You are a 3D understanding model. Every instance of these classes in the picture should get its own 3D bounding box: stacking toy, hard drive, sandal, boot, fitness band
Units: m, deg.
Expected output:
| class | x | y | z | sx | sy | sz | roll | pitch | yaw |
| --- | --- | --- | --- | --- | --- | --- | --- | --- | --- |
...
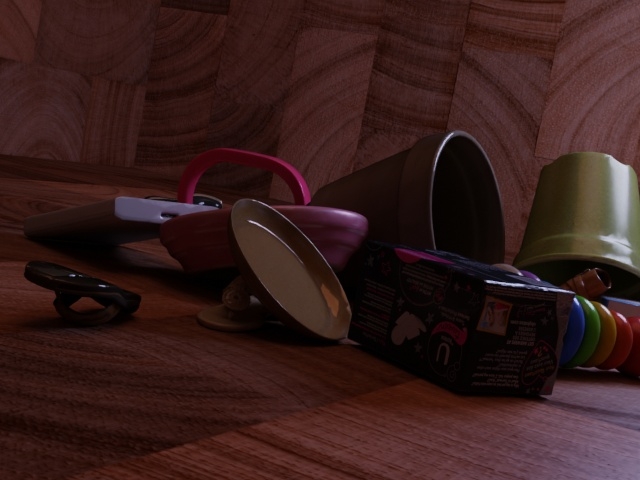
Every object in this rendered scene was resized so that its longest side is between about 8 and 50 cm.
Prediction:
| class | x | y | z | sx | sy | sz | roll | pitch | yaw |
| --- | --- | --- | --- | --- | --- | --- | --- | --- | --- |
| stacking toy | 0.367 | 0.131 | 1.565 | 0.330 | 0.141 | 0.141 | 13 | 4 | -26 |
| hard drive | -0.339 | -0.030 | 1.848 | 0.203 | 0.040 | 0.307 | 6 | -9 | -41 |
| sandal | -0.280 | 0.071 | 1.294 | 0.090 | 0.060 | 0.219 | 18 | -8 | 12 |
| boot | 0.423 | 0.097 | 1.854 | 0.073 | 0.152 | 0.197 | 50 | 17 | -2 |
| sandal | -0.095 | 0.070 | 1.501 | 0.088 | 0.079 | 0.240 | 13 | 6 | 22 |
| fitness band | -0.160 | -0.081 | 2.273 | 0.290 | 0.209 | 0.054 | 13 | 5 | 18 |
| boot | -0.313 | -0.060 | 2.560 | 0.197 | 0.077 | 0.137 | -5 | 15 | -20 |

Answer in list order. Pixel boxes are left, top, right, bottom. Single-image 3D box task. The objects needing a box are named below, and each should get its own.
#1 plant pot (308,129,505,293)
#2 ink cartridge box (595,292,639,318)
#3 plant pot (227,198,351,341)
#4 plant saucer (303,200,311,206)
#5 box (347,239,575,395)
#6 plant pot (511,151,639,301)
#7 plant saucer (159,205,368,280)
| class | x | y | z | sx | sy | sz | roll | pitch | yaw |
| --- | --- | --- | --- | --- | --- | --- | --- | --- | --- |
| plant pot | 0.137 | -0.018 | 1.925 | 0.280 | 0.323 | 0.323 | -5 | -3 | 30 |
| ink cartridge box | 0.501 | 0.142 | 1.850 | 0.090 | 0.092 | 0.143 | 11 | 5 | 0 |
| plant pot | -0.047 | 0.045 | 1.482 | 0.236 | 0.032 | 0.236 | 43 | 22 | -22 |
| plant saucer | 0.050 | -0.034 | 2.187 | 0.310 | 0.310 | 0.050 | 3 | 52 | -56 |
| box | 0.175 | 0.099 | 1.404 | 0.163 | 0.142 | 0.247 | 8 | 7 | -34 |
| plant pot | 0.483 | -0.012 | 1.995 | 0.276 | 0.254 | 0.276 | 10 | -28 | 5 |
| plant saucer | -0.088 | 0.012 | 1.733 | 0.332 | 0.084 | 0.332 | -2 | -8 | 0 |
